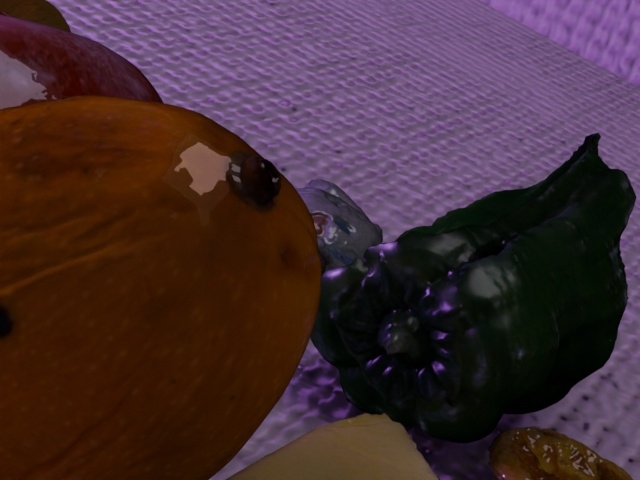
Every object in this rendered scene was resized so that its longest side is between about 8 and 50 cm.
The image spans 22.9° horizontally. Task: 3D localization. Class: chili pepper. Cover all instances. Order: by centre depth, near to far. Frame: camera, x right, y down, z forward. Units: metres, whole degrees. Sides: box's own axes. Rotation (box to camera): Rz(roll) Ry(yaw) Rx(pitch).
[{"bbox_3d":[0.144,0.043,1.191,0.385,0.213,0.167,-25,88,-58],"label":"chili pepper"}]

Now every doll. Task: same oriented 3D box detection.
[{"bbox_3d":[0.000,0.000,1.285,0.103,0.071,0.214,33,14,-1],"label":"doll"}]

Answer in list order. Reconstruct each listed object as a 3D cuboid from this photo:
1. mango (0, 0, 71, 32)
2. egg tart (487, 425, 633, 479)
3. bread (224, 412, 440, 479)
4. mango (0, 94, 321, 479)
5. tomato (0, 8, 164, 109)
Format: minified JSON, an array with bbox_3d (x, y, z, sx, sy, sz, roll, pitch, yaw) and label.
[{"bbox_3d":[-0.281,-0.149,1.303,0.137,0.091,0.237,18,28,-2],"label":"mango"},{"bbox_3d":[0.171,0.178,1.081,0.130,0.052,0.130,21,21,-8],"label":"egg tart"},{"bbox_3d":[-0.061,0.173,0.693,0.264,0.167,0.163,9,25,-32],"label":"bread"},{"bbox_3d":[-0.155,0.050,0.677,0.187,0.359,0.144,62,28,-13],"label":"mango"},{"bbox_3d":[-0.209,-0.017,0.872,0.270,0.227,0.270,9,-6,1],"label":"tomato"}]
